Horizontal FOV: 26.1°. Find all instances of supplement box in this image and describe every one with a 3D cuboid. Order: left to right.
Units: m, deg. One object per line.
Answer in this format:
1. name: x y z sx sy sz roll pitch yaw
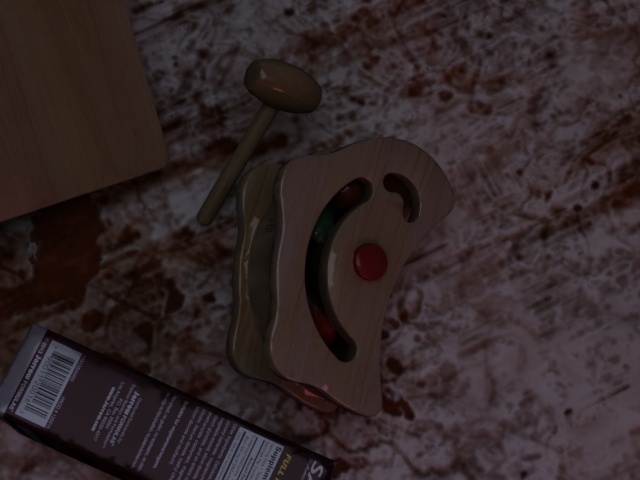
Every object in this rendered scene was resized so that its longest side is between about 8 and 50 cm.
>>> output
1. supplement box: -0.111 0.152 1.018 0.239 0.130 0.073 24 75 4

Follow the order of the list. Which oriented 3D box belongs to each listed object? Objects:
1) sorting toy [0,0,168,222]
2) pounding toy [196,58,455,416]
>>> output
1. sorting toy: -0.280 -0.144 1.070 0.255 0.089 0.257 -20 104 -23
2. pounding toy: 0.000 0.000 1.095 0.154 0.155 0.270 7 83 -29
